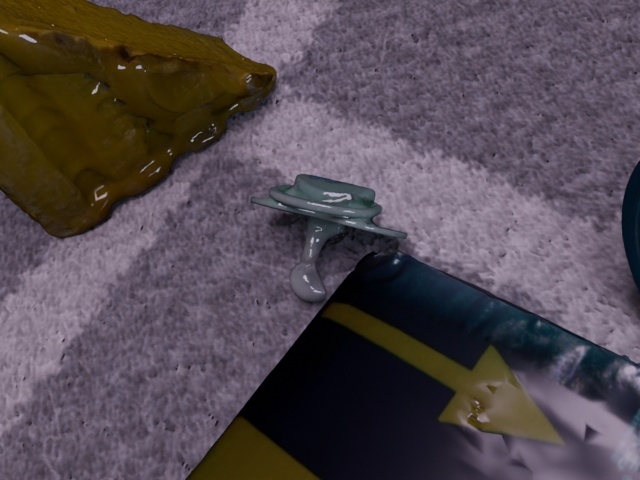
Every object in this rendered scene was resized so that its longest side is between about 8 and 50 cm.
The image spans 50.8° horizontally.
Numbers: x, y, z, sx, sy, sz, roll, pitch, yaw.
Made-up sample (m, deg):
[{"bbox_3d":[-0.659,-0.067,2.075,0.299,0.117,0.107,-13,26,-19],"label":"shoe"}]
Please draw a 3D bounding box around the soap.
[{"bbox_3d":[-0.216,-0.193,0.616,0.304,0.339,0.169,-39,65,-11],"label":"soap"}]

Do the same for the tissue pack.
[{"bbox_3d":[0.026,0.249,0.377,0.253,0.264,0.416,25,67,35],"label":"tissue pack"}]

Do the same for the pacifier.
[{"bbox_3d":[0.000,0.000,0.619,0.150,0.127,0.117,15,90,9],"label":"pacifier"}]

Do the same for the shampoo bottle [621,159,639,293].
[{"bbox_3d":[0.447,-0.031,0.430,0.342,0.331,0.331,-35,63,-10],"label":"shampoo bottle"}]
